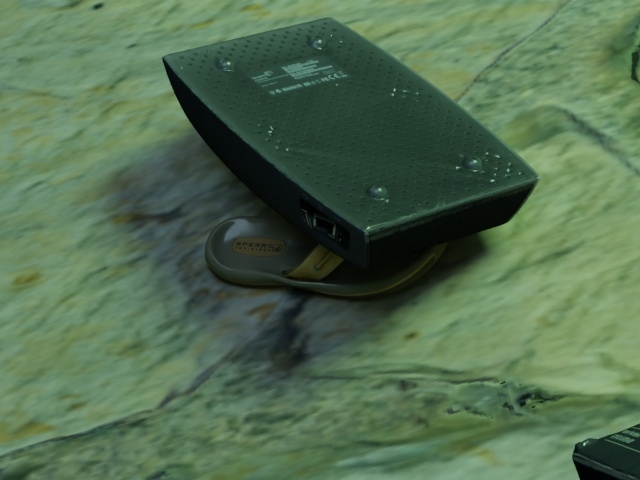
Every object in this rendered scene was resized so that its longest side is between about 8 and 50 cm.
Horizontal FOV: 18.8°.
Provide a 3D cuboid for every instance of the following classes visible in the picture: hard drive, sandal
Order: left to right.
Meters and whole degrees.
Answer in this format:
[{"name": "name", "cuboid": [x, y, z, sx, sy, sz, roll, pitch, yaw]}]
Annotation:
[{"name": "sandal", "cuboid": [0.000, 0.000, 1.371, 0.180, 0.049, 0.072, 1, 53, 16]}, {"name": "hard drive", "cuboid": [0.016, -0.072, 1.382, 0.172, 0.054, 0.254, -17, 41, -32]}]

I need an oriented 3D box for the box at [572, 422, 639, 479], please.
[{"name": "box", "cuboid": [0.341, 0.199, 0.932, 0.312, 0.179, 0.343, -24, 90, -5]}]
